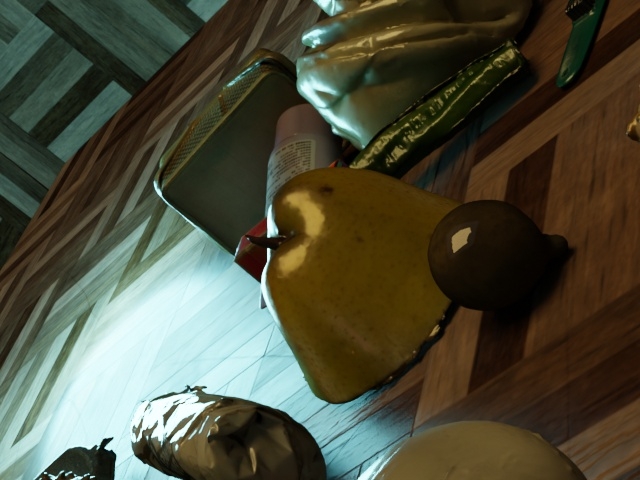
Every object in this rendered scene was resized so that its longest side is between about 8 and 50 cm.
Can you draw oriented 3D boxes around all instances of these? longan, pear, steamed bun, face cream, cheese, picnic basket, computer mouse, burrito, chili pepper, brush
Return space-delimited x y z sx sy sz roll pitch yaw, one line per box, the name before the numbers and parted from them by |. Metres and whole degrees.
longan | 0.151 0.011 1.284 0.119 0.106 0.106 -10 20 -1
pear | 0.024 0.012 1.470 0.267 0.178 0.267 -40 20 18
steamed bun | 0.090 -0.301 1.855 0.346 0.237 0.394 -27 29 54
face cream | -0.020 -0.052 1.897 0.154 0.096 0.274 -35 35 36
cheese | 0.084 0.204 0.928 0.189 0.154 0.198 -50 15 -19
picnic basket | -0.095 -0.126 2.091 0.266 0.165 0.139 -48 18 11
computer mouse | -0.330 0.340 1.873 0.229 0.068 0.113 -42 33 -11
burrito | -0.110 0.199 1.504 0.445 0.139 0.101 169 106 -71
chili pepper | 0.091 -0.097 1.691 0.359 0.076 0.085 -41 22 18
brush | 0.273 -0.231 1.587 0.043 0.032 0.193 -33 22 45

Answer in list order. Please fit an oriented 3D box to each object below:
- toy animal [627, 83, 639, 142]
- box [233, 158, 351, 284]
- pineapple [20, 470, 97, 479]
toy animal | 0.293 -0.105 1.244 0.081 0.060 0.083 -9 28 9
box | 0.000 -0.001 1.665 0.175 0.112 0.048 -37 21 34
pineapple | -0.279 0.326 1.613 0.193 0.166 0.166 -24 30 54
